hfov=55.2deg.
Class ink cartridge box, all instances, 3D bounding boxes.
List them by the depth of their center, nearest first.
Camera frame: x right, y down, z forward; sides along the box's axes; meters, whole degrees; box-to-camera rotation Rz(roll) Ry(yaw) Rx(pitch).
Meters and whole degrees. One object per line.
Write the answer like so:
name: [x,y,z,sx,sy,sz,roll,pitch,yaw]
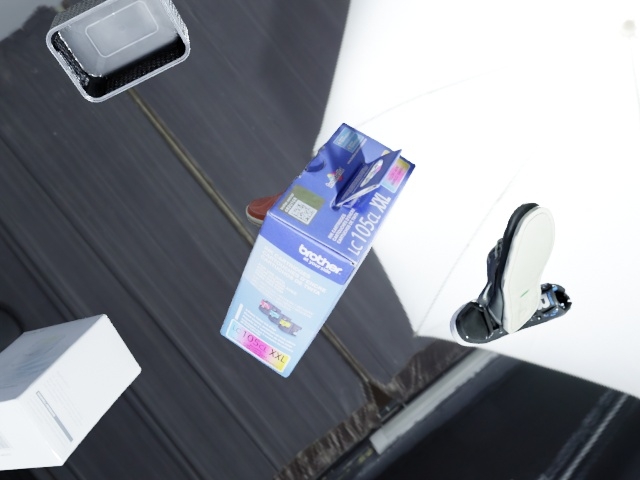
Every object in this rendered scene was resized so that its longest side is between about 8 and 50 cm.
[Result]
ink cartridge box: [0.000,0.000,0.981,0.270,0.151,0.395,-55,174,-43]

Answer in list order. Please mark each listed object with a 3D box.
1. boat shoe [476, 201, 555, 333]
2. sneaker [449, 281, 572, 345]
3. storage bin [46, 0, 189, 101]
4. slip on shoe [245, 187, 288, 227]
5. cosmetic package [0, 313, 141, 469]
boat shoe: [0.245,0.032,0.798,0.084,0.079,0.233,-31,143,-16]
sneaker: [0.326,0.112,1.019,0.217,0.079,0.121,-11,164,-30]
storage bin: [-0.301,-0.307,0.924,0.180,0.122,0.084,-25,-142,4]
slip on shoe: [-0.022,-0.090,1.232,0.331,0.101,0.123,-5,-154,39]
cosmetic package: [-0.478,0.257,1.049,0.224,0.138,0.224,-14,-158,27]
